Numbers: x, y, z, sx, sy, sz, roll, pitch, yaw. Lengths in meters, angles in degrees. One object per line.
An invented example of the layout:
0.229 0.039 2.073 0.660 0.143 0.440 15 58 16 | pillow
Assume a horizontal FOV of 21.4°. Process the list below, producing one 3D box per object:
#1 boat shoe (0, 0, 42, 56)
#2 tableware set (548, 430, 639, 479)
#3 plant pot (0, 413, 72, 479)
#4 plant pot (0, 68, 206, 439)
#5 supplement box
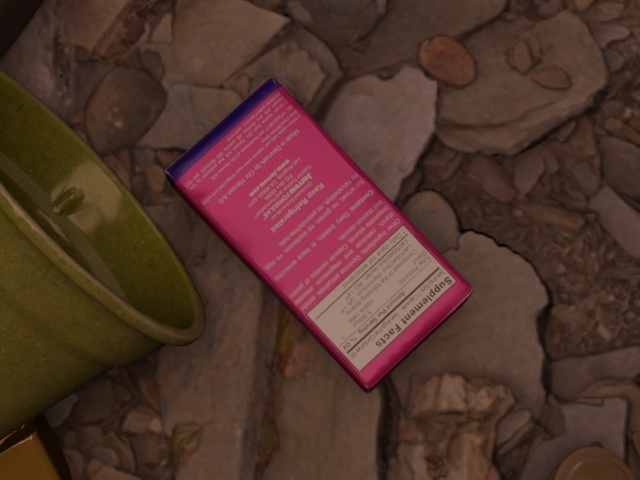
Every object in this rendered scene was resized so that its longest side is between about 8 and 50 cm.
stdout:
-0.340 -0.165 1.297 0.158 0.127 0.340 38 86 1 | boat shoe
0.217 0.249 1.269 0.128 0.039 0.194 -19 89 -34 | tableware set
-0.226 0.191 1.281 0.081 0.081 0.083 -31 99 -2 | plant pot
-0.268 0.045 1.223 0.254 0.276 0.276 -41 84 8 | plant pot
0.000 0.000 1.278 0.114 0.111 0.220 -42 85 -4 | supplement box
